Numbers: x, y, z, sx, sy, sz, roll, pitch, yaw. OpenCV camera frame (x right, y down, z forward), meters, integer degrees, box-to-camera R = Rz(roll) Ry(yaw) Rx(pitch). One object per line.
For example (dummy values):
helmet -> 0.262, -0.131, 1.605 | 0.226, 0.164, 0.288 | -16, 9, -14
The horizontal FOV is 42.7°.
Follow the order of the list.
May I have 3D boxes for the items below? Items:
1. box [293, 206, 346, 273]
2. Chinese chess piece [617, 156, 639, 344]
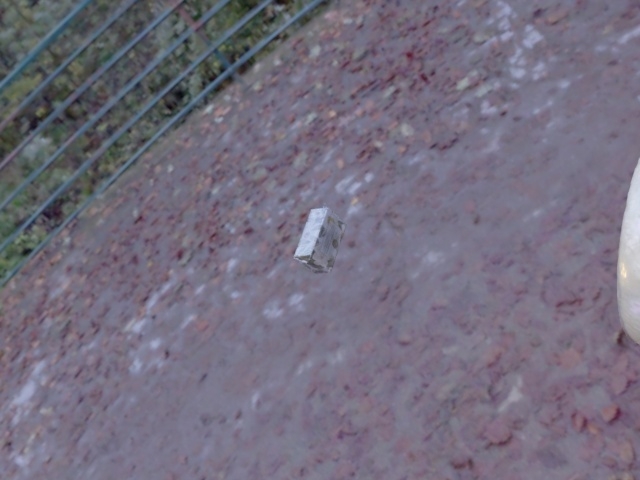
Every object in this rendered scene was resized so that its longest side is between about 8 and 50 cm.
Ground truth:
box -> 0.000, 0.000, 1.329 | 0.045, 0.062, 0.098 | -7, 56, 41
Chinese chess piece -> 0.420, 0.000, 0.903 | 0.112, 0.270, 0.270 | 10, 57, 35
